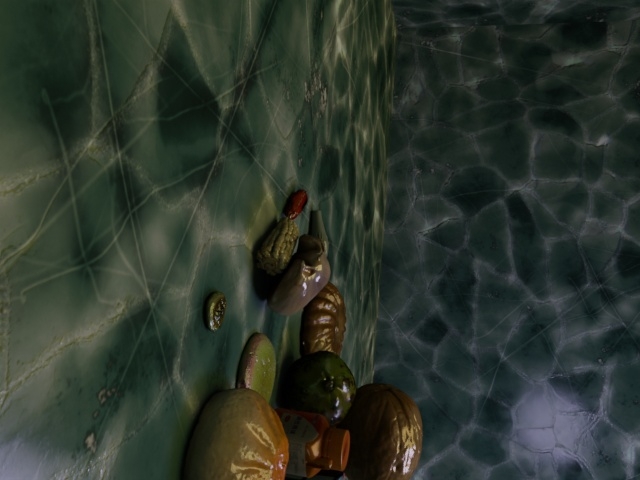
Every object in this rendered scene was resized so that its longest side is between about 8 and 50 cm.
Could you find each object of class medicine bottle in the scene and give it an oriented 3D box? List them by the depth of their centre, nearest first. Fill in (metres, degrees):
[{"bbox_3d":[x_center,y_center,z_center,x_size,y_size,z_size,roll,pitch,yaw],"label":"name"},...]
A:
[{"bbox_3d":[-0.041,0.536,1.533,0.149,0.222,0.112,-51,142,-65],"label":"medicine bottle"}]

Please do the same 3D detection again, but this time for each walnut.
[{"bbox_3d":[0.172,0.596,1.756,0.252,0.277,0.313,6,98,-62],"label":"walnut"}]

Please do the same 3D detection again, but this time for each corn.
[{"bbox_3d":[-0.099,0.011,1.474,0.211,0.086,0.087,-61,151,-58],"label":"corn"}]

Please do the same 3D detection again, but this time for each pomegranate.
[{"bbox_3d":[0.004,0.461,1.717,0.222,0.203,0.277,-45,140,-27],"label":"pomegranate"}]

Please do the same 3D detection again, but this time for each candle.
[{"bbox_3d":[-0.078,-0.091,1.639,0.053,0.048,0.162,50,32,-17],"label":"candle"}]

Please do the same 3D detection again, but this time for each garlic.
[{"bbox_3d":[-0.047,0.097,1.469,0.217,0.110,0.228,-53,-169,1],"label":"garlic"}]

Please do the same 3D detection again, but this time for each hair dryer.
[{"bbox_3d":[-0.002,-0.019,1.940,0.199,0.067,0.167,-48,135,-84],"label":"hair dryer"}]

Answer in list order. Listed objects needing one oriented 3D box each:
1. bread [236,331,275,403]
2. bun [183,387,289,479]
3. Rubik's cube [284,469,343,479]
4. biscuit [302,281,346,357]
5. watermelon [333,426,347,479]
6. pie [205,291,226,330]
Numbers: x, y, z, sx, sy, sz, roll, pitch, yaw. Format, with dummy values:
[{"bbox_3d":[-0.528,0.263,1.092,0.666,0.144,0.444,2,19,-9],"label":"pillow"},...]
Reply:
[{"bbox_3d":[-0.153,0.340,1.436,0.228,0.033,0.229,2,90,-74],"label":"bread"},{"bbox_3d":[-0.151,0.458,1.208,0.299,0.164,0.299,4,90,-77],"label":"bun"},{"bbox_3d":[-0.039,0.756,1.677,0.183,0.180,0.167,32,61,-72],"label":"Rubik's cube"},{"bbox_3d":[0.019,0.297,1.979,0.325,0.107,0.326,0,90,-74],"label":"biscuit"},{"bbox_3d":[0.003,0.670,1.976,0.292,0.250,0.283,23,97,-33],"label":"watermelon"},{"bbox_3d":[-0.211,0.144,1.185,0.084,0.021,0.084,3,90,-75],"label":"pie"}]
